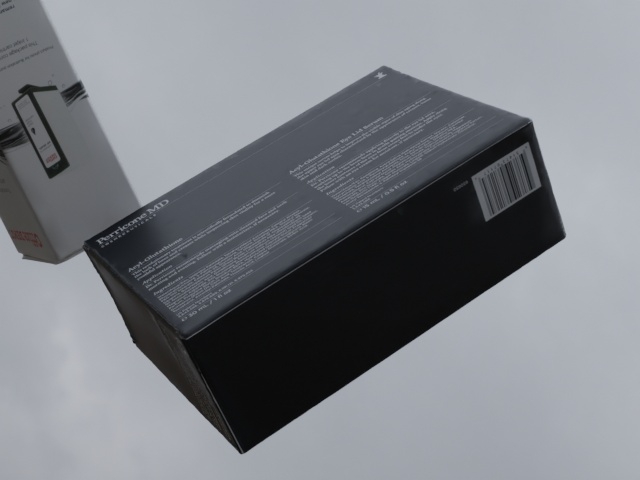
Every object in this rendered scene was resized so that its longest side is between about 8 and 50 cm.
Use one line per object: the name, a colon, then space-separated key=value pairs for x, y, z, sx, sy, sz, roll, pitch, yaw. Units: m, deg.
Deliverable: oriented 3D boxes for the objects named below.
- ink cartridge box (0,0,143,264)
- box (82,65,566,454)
ink cartridge box: x=-0.234 y=-0.091 z=1.043 sx=0.148 sy=0.086 sz=0.203 roll=6 pitch=-57 yaw=65
box: x=0.000 y=0.000 z=0.875 sx=0.184 sy=0.261 sz=0.103 roll=35 pitch=-28 yaw=54
